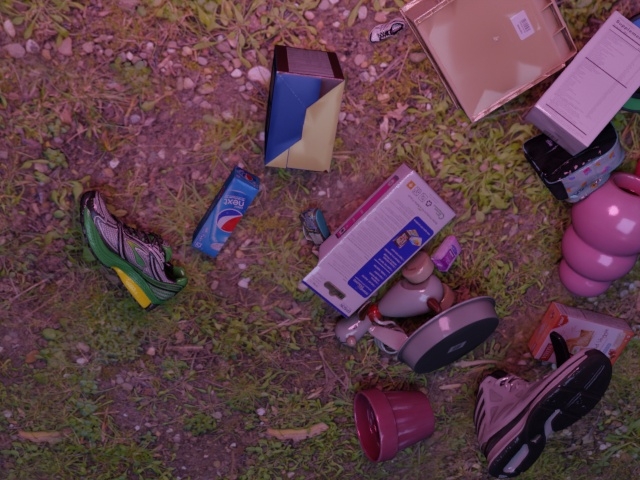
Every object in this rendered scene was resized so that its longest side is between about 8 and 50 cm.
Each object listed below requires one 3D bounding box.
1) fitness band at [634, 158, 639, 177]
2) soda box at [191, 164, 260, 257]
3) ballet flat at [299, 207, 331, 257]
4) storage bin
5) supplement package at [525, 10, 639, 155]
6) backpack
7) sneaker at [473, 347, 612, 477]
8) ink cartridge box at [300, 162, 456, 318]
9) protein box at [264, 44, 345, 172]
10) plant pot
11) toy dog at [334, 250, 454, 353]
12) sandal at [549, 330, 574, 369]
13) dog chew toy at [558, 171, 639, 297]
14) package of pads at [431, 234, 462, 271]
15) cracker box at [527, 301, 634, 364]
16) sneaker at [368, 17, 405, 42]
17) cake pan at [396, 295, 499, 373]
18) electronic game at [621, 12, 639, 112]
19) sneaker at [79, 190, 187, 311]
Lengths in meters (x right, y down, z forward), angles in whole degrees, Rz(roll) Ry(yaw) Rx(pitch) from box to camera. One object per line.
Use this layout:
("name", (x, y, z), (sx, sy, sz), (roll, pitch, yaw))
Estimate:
("fitness band", (0.899, -0.180, 1.651), (0.290, 0.054, 0.209), (-26, 116, 10))
("soda box", (-0.223, -0.067, 1.617), (0.067, 0.071, 0.210), (27, 114, -18))
("ballet flat", (0.000, 0.000, 1.687), (0.070, 0.070, 0.188), (-19, 118, 7))
("storage bin", (0.347, -0.428, 1.422), (0.260, 0.123, 0.262), (-31, 117, 13))
("supplement package", (0.561, -0.316, 1.416), (0.139, 0.134, 0.244), (41, 95, 7))
("backpack", (0.580, -0.191, 1.554), (0.188, 0.166, 0.144), (-38, 131, 19))
("sneaker", (0.545, 0.391, 1.827), (0.169, 0.257, 0.448), (20, 118, -28))
("ink cartridge box", (0.133, 0.005, 1.647), (0.371, 0.069, 0.175), (-46, 120, 6))
("protein box", (-0.040, -0.276, 1.433), (0.135, 0.201, 0.200), (6, 119, -8))
("plant pot", (0.209, 0.499, 1.920), (0.180, 0.201, 0.201), (-9, 122, -17))
("toy dog", (0.196, 0.189, 1.745), (0.220, 0.161, 0.334), (28, 114, -18))
("sandal", (0.654, 0.309, 1.831), (0.040, 0.067, 0.179), (-31, 117, -16))
("dog chew toy", (0.678, 0.002, 1.661), (0.206, 0.207, 0.332), (6, 129, -8))
("package of pads", (0.314, 0.032, 1.714), (0.083, 0.032, 0.050), (-50, 119, -26))
("cracker box", (0.708, 0.269, 1.884), (0.232, 0.067, 0.156), (14, 118, -11))
("sneaker", (0.138, -0.440, 1.448), (0.083, 0.037, 0.032), (-28, 120, 13))
("cake pan", (0.334, 0.249, 1.762), (0.293, 0.054, 0.293), (-23, 152, -13))
("electronic game", (0.721, -0.391, 1.514), (0.229, 0.048, 0.229), (-2, 121, -3))
("sneaker", (-0.439, 0.008, 1.627), (0.146, 0.134, 0.344), (-29, 127, 5))
